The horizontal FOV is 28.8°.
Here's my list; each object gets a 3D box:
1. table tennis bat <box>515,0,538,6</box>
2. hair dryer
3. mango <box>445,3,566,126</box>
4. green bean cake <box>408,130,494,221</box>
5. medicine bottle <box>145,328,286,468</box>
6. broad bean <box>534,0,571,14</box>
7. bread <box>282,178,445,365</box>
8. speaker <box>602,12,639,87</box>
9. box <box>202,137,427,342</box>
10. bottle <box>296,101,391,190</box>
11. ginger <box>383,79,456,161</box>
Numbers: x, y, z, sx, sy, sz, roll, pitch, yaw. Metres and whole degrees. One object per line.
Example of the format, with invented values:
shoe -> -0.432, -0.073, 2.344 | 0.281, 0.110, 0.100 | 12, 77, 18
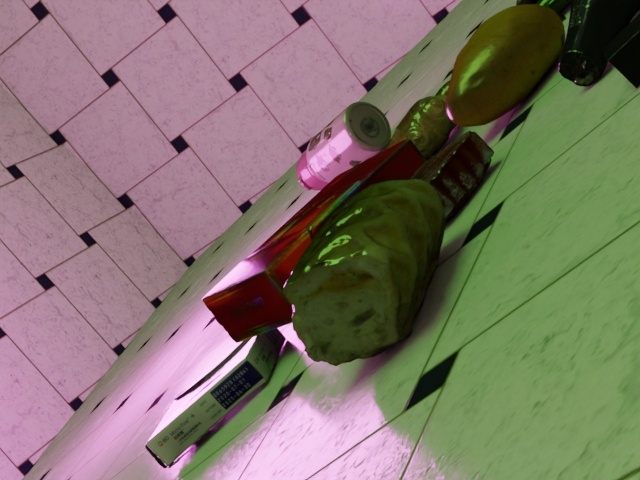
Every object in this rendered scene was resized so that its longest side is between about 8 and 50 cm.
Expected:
table tennis bat -> 0.348, -0.385, 2.119 | 0.310, 0.038, 0.200 | -43, -9, -10
hair dryer -> 0.424, -0.343, 1.428 | 0.359, 0.120, 0.303 | -26, 28, 45
mango -> 0.250, -0.240, 1.735 | 0.227, 0.109, 0.147 | -48, 31, -21
green bean cake -> 0.145, -0.063, 1.545 | 0.135, 0.056, 0.135 | -49, 9, -24
medicine bottle -> -0.140, 0.209, 1.722 | 0.201, 0.052, 0.171 | -42, 7, 18
broad bean -> 0.380, -0.377, 1.989 | 0.292, 0.049, 0.144 | -47, 8, 15
bread -> 0.056, 0.021, 1.309 | 0.152, 0.130, 0.267 | -48, 4, 28
speaker -> 0.382, -0.250, 1.256 | 0.218, 0.044, 0.082 | -44, 7, 20
box -> 0.001, -0.001, 1.722 | 0.313, 0.089, 0.197 | -44, 12, -32
bottle -> 0.037, -0.189, 2.647 | 0.253, 0.120, 0.120 | -36, 12, 52
ginger -> 0.135, -0.145, 1.968 | 0.333, 0.081, 0.148 | -46, 2, -8
